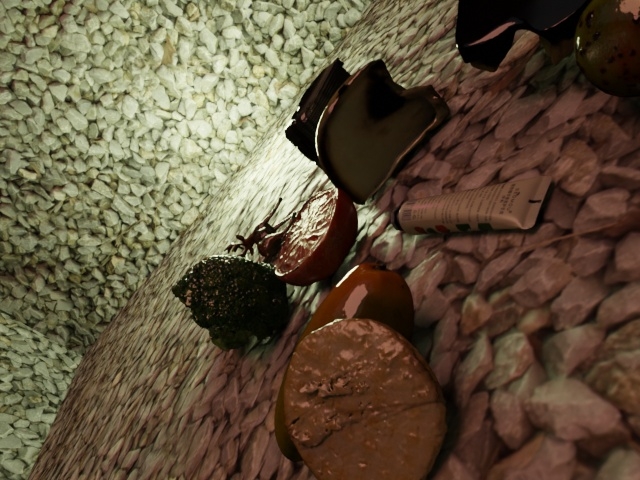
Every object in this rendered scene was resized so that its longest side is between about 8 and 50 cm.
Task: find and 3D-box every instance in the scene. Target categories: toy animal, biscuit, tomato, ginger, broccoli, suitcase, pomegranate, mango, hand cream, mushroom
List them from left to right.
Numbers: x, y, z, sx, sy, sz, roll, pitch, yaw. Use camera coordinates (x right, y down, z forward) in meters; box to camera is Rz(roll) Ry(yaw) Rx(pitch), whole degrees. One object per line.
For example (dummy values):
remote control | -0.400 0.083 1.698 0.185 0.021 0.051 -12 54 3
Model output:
broccoli | -0.194 0.138 1.119 0.269 0.261 0.242 43 124 32
toy animal | -0.178 -0.006 1.468 0.260 0.087 0.243 -46 20 7
tomato | 0.000 0.000 1.081 0.237 0.095 0.237 -44 25 27
suitcase | 0.037 -0.361 1.435 0.128 0.202 0.312 -25 33 50
mango | 0.028 0.164 0.702 0.289 0.129 0.146 -52 47 11
biscuit | 0.043 0.200 0.595 0.219 0.033 0.220 -5 81 32
mushroom | 0.111 -0.266 1.109 0.292 0.217 0.212 -43 19 24
hand cream | 0.216 -0.045 0.772 0.276 0.059 0.095 -5 49 56
ginger | 0.430 -0.429 0.806 0.358 0.211 0.414 23 85 55
pomegranate | 0.383 -0.272 0.600 0.159 0.205 0.159 -22 12 5

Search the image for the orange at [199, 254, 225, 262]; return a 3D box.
orange | -0.283 0.118 1.401 0.136 0.159 0.159 9 55 24
